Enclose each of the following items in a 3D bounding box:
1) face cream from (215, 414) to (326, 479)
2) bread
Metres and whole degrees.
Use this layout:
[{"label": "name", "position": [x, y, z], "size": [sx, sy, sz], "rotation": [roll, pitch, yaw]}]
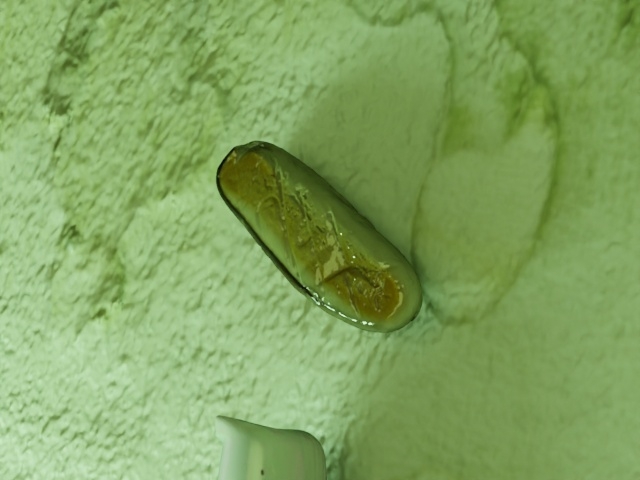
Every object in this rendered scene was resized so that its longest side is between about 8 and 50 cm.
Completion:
[{"label": "face cream", "position": [-0.043, 0.296, 0.881], "size": [0.102, 0.102, 0.346], "rotation": [-1, 80, 33]}, {"label": "bread", "position": [-0.001, -0.001, 0.945], "size": [0.214, 0.053, 0.073], "rotation": [42, 100, 35]}]
